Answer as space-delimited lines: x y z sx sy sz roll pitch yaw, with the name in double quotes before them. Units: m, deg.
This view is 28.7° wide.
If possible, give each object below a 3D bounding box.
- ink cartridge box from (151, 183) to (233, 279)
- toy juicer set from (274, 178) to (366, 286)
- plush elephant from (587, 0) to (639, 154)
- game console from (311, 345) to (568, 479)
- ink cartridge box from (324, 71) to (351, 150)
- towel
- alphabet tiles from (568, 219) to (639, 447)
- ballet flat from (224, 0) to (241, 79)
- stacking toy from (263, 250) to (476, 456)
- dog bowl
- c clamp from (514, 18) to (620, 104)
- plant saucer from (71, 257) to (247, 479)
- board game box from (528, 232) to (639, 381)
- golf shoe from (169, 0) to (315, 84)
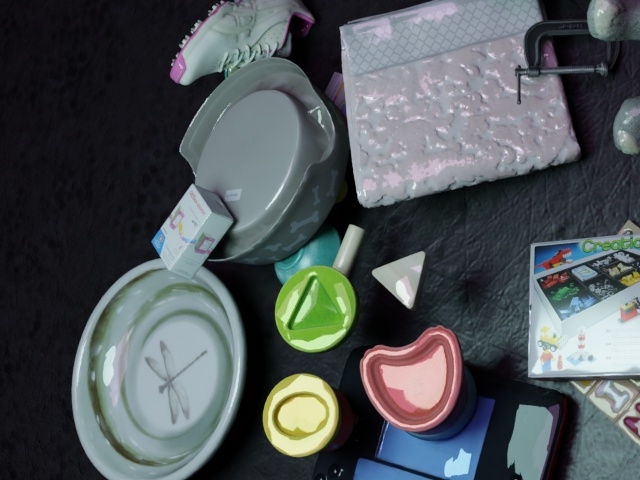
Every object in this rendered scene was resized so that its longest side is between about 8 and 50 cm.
"ink cartridge box" -0.203 -0.015 1.979 0.122 0.052 0.088 -52 42 13
"toy juicer set" 0.000 0.000 2.021 0.209 0.089 0.329 -55 41 12
"plush elephant" 0.505 -0.152 1.557 0.330 0.272 0.255 -2 48 14
"game console" 0.153 0.349 1.822 0.386 0.060 0.342 10 84 39
"ink cartridge box" 0.086 -0.187 2.026 0.209 0.062 0.109 29 95 39
"towel" 0.199 -0.226 1.885 0.332 0.053 0.317 -13 68 12
"alphabet tiles" 0.478 0.135 1.660 0.285 0.011 0.342 -54 52 13
"ballet flat" -0.123 -0.384 2.248 0.079 0.077 0.221 1 77 18
"stacking toy" 0.076 0.175 1.845 0.309 0.130 0.279 -11 70 21
"dog bowl" -0.096 -0.118 2.034 0.349 0.102 0.348 -24 55 39
"c clamp" 0.359 -0.264 1.822 0.161 0.022 0.137 -6 64 7
"plant saucer" -0.258 0.231 2.149 0.400 0.100 0.400 -11 71 35
"board game box" 0.426 0.088 1.673 0.305 0.053 0.193 -6 74 37
"golf shoe" -0.126 -0.344 2.118 0.140 0.306 0.115 42 148 2
